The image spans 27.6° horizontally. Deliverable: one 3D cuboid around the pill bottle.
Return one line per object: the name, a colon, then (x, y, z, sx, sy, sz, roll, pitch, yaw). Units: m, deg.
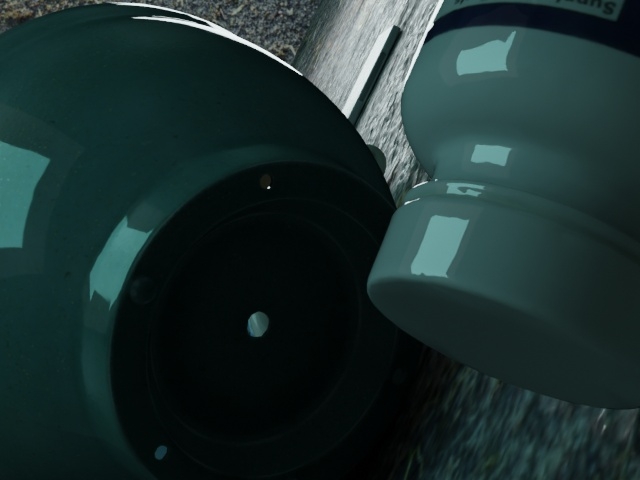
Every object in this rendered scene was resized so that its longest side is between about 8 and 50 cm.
pill bottle: (0.087, -0.052, 0.379, 0.186, 0.112, 0.112, -66, 8, -15)

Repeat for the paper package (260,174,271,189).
paper package: (-0.154, 0.011, 1.594, 0.309, 0.168, 0.325, -57, 9, 35)

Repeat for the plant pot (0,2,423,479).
plant pot: (-0.069, 0.027, 0.684, 0.196, 0.293, 0.293, 21, 84, 56)

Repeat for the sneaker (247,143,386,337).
sneaker: (0.000, 0.000, 0.972, 0.083, 0.071, 0.190, -43, 22, 54)

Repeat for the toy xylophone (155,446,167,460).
toy xylophone: (-0.165, 0.209, 0.795, 0.081, 0.236, 0.322, 107, -176, -48)

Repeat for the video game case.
video game case: (0.049, -0.175, 1.429, 0.122, 0.011, 0.087, -64, 7, -3)
